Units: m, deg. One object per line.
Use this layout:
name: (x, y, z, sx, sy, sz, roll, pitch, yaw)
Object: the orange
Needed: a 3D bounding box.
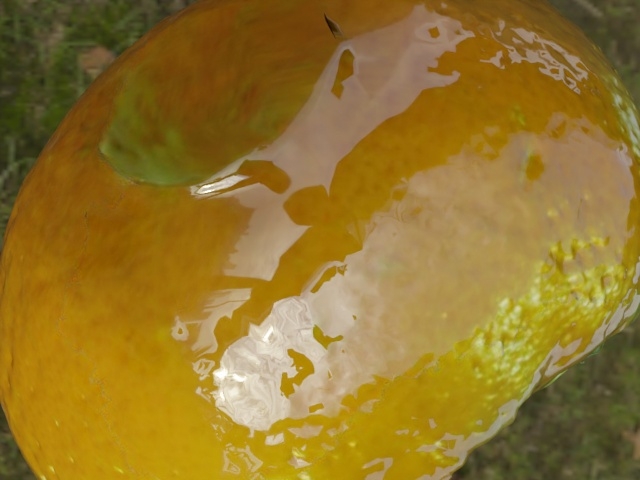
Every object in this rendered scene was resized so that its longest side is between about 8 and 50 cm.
orange: (-0.003, -0.004, 0.691, 0.335, 0.262, 0.196, -35, 152, -11)
